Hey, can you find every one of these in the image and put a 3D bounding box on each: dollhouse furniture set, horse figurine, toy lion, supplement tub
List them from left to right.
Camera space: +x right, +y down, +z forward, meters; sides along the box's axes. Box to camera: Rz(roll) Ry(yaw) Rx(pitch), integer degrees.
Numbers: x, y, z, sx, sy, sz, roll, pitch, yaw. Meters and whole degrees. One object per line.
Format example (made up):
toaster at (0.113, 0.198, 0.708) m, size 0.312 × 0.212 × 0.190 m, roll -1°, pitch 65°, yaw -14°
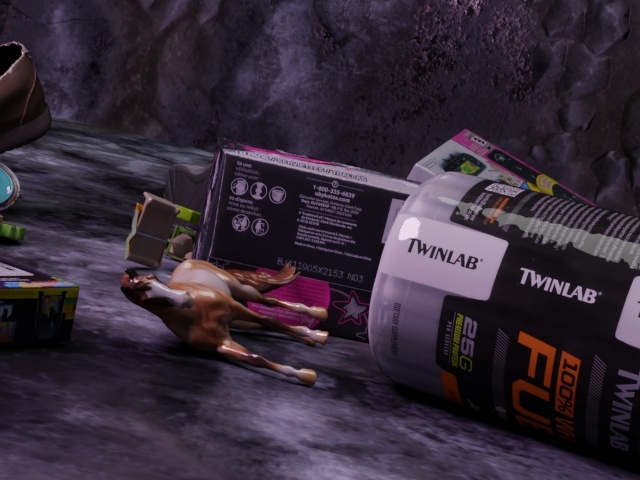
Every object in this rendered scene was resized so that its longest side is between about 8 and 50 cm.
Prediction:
toy lion at (-0.364, -0.017, 1.454) m, size 0.100 × 0.034 × 0.096 m, roll 12°, pitch 0°, yaw 0°
dollhouse furniture set at (-0.179, -0.008, 1.532) m, size 0.058 × 0.076 × 0.151 m, roll 20°, pitch -1°, yaw 33°
horse figurine at (-0.080, 0.059, 1.204) m, size 0.174 × 0.066 × 0.263 m, roll 19°, pitch 9°, yaw -2°
supplement tub at (0.215, 0.068, 1.132) m, size 0.316 × 0.194 × 0.193 m, roll 15°, pitch 7°, yaw 26°

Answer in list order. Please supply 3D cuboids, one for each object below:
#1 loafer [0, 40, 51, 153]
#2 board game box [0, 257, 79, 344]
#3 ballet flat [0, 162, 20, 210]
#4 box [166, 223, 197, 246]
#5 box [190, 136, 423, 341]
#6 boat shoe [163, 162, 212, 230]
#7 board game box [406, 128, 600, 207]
loafer at (-0.459, -0.144, 1.565) m, size 0.133 × 0.130 × 0.366 m, roll 14°, pitch 28°, yaw 26°
board game box at (-0.292, 0.040, 1.035) m, size 0.141 × 0.048 × 0.170 m, roll 15°, pitch 7°, yaw 35°
ballet flat at (-0.427, -0.070, 1.648) m, size 0.188 × 0.070 × 0.070 m, roll 20°, pitch 9°, yaw 23°
box at (-0.182, -0.006, 1.729) m, size 0.067 × 0.018 × 0.083 m, roll 9°, pitch 8°, yaw -29°
box at (0.000, 0.000, 1.405) m, size 0.247 × 0.163 × 0.142 m, roll 12°, pitch 8°, yaw -10°
boat shoe at (-0.106, -0.042, 1.775) m, size 0.103 × 0.118 × 0.320 m, roll 4°, pitch 3°, yaw -28°
board game box at (0.250, 0.001, 1.616) m, size 0.303 × 0.097 × 0.224 m, roll 33°, pitch 25°, yaw 10°
